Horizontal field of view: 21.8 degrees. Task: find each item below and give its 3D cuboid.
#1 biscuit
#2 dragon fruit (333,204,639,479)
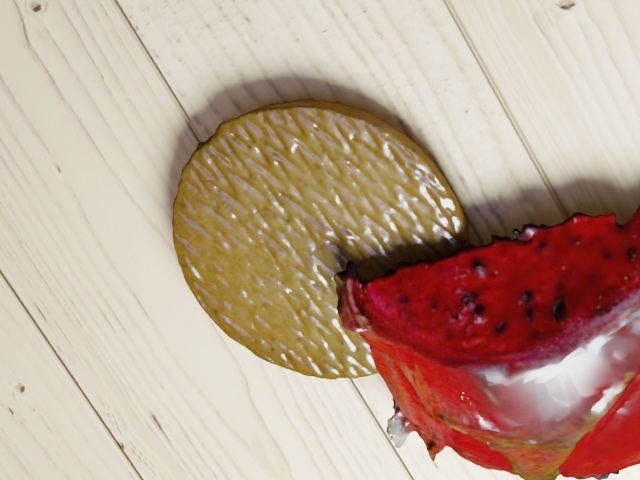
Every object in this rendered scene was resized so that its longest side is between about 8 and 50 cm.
[{"bbox_3d":[0.000,-0.001,1.398,0.262,0.037,0.262,7,119,13],"label":"biscuit"},{"bbox_3d":[0.208,0.111,1.352,0.343,0.100,0.282,-17,124,16],"label":"dragon fruit"}]
